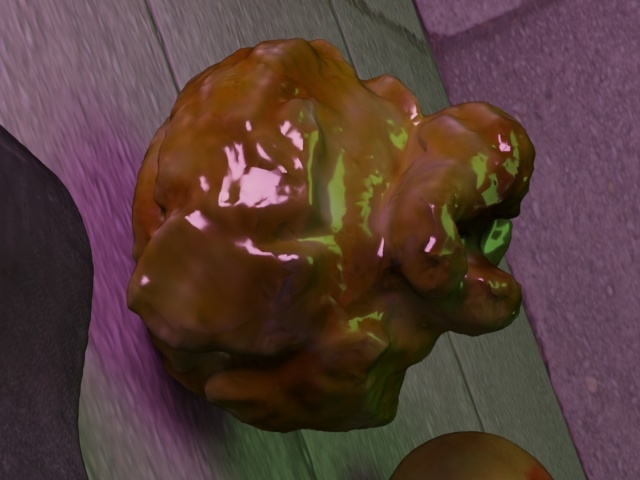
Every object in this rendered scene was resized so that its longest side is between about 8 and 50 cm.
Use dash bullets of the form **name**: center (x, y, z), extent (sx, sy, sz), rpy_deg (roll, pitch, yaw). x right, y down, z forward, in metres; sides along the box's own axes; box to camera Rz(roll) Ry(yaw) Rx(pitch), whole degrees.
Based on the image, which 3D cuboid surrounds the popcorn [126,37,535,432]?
- **popcorn**: center (0.005, 0.002, 0.846), extent (0.225, 0.276, 0.276), rpy_deg (-98, 163, -70)

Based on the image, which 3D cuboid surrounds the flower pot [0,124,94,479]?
- **flower pot**: center (-0.159, 0.041, 0.529), extent (0.108, 0.103, 0.229), rpy_deg (49, 26, -55)

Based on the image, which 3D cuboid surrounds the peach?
- **peach**: center (0.132, 0.252, 1.104), extent (0.184, 0.184, 0.184), rpy_deg (58, 20, -35)
